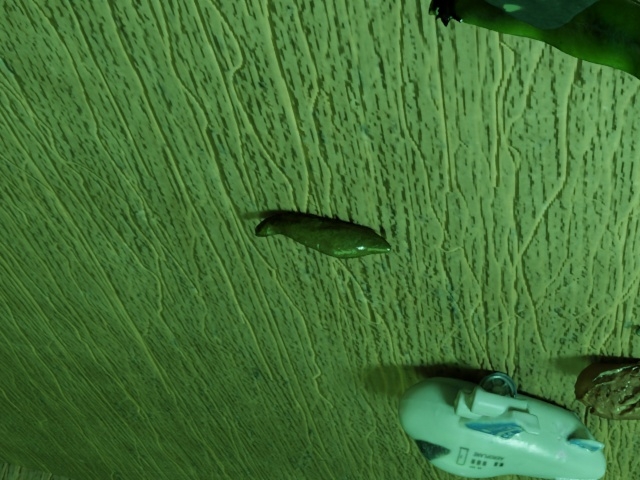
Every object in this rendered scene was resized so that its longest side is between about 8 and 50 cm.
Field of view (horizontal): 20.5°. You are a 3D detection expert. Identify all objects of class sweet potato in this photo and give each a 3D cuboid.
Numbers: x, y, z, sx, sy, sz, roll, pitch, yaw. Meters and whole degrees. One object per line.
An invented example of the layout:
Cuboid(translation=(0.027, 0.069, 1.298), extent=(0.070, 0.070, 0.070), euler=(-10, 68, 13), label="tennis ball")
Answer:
Cuboid(translation=(-0.002, -0.005, 1.786), extent=(0.153, 0.038, 0.041), euler=(9, 137, 22), label="sweet potato")

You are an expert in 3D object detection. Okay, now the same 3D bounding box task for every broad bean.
Cuboid(translation=(0.202, -0.140, 1.208), extent=(0.297, 0.060, 0.043), euler=(23, -153, 28), label="broad bean")

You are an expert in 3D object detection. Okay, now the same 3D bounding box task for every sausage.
Cuboid(translation=(0.420, 0.177, 1.911), extent=(0.304, 0.078, 0.078), euler=(7, 159, 27), label="sausage")

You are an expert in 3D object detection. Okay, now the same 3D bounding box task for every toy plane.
Cuboid(translation=(0.222, 0.242, 2.166), extent=(0.266, 0.123, 0.267), euler=(16, 160, 6), label="toy plane")

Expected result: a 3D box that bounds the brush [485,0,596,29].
Cuboid(translation=(0.149, -0.202, 1.102), extent=(0.123, 0.059, 0.197), euler=(24, 159, -18), label="brush")

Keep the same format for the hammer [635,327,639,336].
Cuboid(translation=(0.417, 0.133, 1.829), extent=(0.195, 0.060, 0.028), euler=(17, 161, 8), label="hammer")
